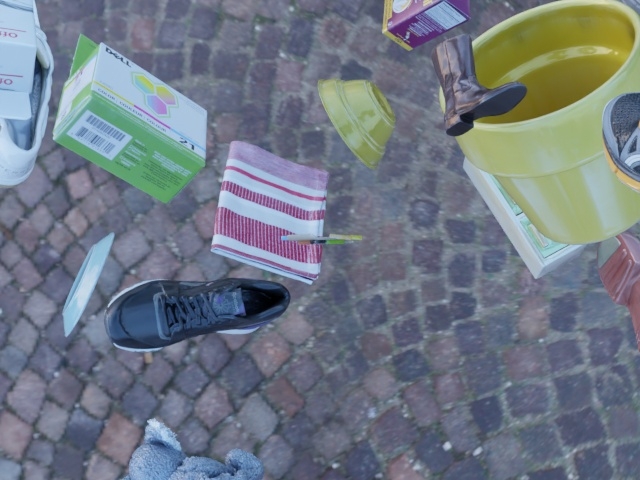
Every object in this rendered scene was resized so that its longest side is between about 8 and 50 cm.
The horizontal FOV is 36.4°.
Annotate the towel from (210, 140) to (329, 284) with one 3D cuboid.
[{"bbox_3d":[-0.102,-0.068,2.084,0.237,0.329,0.037,18,135,-13],"label":"towel"}]

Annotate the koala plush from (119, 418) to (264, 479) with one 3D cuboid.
[{"bbox_3d":[-0.251,0.431,1.729,0.221,0.203,0.196,30,93,17],"label":"koala plush"}]

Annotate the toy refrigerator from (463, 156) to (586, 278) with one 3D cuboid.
[{"bbox_3d":[0.386,-0.073,1.851,0.102,0.094,0.270,-27,72,-6],"label":"toy refrigerator"}]

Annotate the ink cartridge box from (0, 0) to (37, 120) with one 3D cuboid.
[{"bbox_3d":[-0.323,-0.198,0.913,0.060,0.104,0.180,116,146,-42],"label":"ink cartridge box"}]

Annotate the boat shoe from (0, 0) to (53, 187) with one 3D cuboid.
[{"bbox_3d":[-0.330,-0.199,1.051,0.096,0.098,0.277,-27,67,44],"label":"boat shoe"}]

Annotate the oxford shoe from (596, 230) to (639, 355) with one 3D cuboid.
[{"bbox_3d":[0.618,0.130,1.668,0.141,0.146,0.397,108,156,-47],"label":"oxford shoe"}]

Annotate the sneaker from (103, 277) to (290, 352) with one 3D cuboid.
[{"bbox_3d":[-0.176,0.094,1.442,0.124,0.283,0.107,-21,79,53],"label":"sneaker"}]

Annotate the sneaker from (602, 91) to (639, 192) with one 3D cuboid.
[{"bbox_3d":[0.285,-0.066,0.728,0.084,0.083,0.215,-27,39,-6],"label":"sneaker"}]

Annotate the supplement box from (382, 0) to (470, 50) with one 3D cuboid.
[{"bbox_3d":[0.106,-0.235,0.974,0.083,0.043,0.055,-21,54,43],"label":"supplement box"}]

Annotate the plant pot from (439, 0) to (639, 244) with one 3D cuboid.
[{"bbox_3d":[0.306,-0.133,1.216,0.253,0.239,0.254,-20,37,16],"label":"plant pot"}]

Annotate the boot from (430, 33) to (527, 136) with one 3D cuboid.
[{"bbox_3d":[0.165,-0.181,1.033,0.106,0.037,0.114,-26,56,37],"label":"boot"}]

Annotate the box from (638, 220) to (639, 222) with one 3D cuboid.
[{"bbox_3d":[0.561,-0.106,1.755,0.164,0.201,0.021,41,131,29],"label":"box"}]

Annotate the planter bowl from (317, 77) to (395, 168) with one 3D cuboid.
[{"bbox_3d":[0.092,-0.261,1.994,0.090,0.217,0.217,-30,77,18],"label":"planter bowl"}]

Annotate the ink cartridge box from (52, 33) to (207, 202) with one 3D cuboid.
[{"bbox_3d":[-0.262,-0.205,1.391,0.097,0.188,0.255,-39,35,30],"label":"ink cartridge box"}]

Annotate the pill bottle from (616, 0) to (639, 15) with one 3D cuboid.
[{"bbox_3d":[0.481,-0.306,1.354,0.161,0.283,0.161,-1,59,1],"label":"pill bottle"}]

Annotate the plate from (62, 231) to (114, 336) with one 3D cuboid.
[{"bbox_3d":[-0.388,0.068,1.601,0.024,0.188,0.188,26,100,-15],"label":"plate"}]

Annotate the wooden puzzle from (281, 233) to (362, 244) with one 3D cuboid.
[{"bbox_3d":[0.000,0.000,1.351,0.116,0.078,0.014,-3,83,60],"label":"wooden puzzle"}]
